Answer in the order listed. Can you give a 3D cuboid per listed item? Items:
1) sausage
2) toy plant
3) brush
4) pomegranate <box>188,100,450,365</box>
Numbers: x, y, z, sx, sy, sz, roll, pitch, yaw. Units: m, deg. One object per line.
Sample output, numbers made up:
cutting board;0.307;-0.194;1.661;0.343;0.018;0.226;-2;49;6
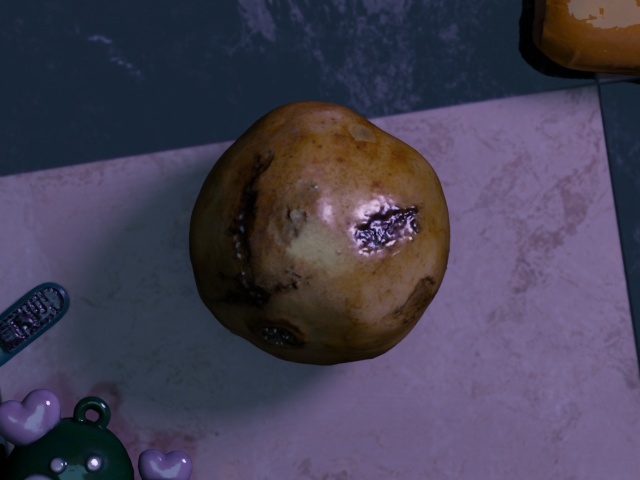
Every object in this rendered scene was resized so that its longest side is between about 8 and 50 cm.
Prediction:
sausage;0.394;-0.224;1.886;0.354;0.116;0.134;5;78;-4
toy plant;-0.260;0.271;1.892;0.232;0.112;0.243;38;97;-7
brush;-0.340;0.112;1.924;0.193;0.032;0.043;-39;93;-1
pomegranate;0.000;0.000;1.830;0.260;0.260;0.260;0;92;-1
